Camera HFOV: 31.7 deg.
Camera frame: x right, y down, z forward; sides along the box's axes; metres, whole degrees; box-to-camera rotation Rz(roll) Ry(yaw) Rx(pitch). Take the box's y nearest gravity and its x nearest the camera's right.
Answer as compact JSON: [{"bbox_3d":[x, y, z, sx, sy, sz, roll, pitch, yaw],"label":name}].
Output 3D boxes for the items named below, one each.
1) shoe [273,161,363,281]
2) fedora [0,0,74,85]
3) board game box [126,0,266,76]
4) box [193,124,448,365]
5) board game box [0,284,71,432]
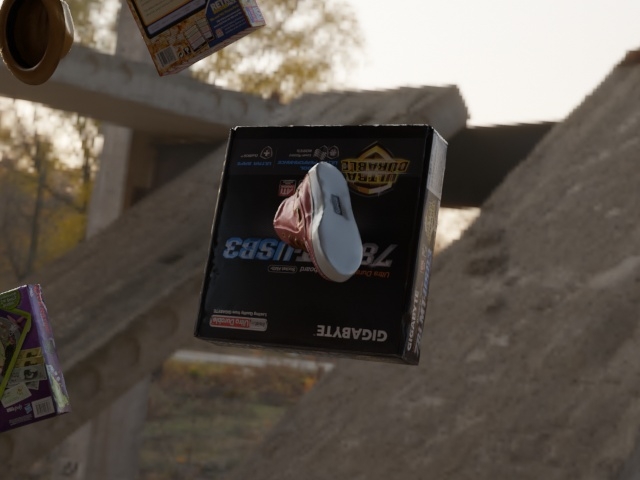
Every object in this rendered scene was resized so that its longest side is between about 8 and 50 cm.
[{"bbox_3d":[-0.005,-0.005,1.277,0.063,0.178,0.081,26,-54,-29],"label":"shoe"},{"bbox_3d":[-0.500,-0.376,2.026,0.194,0.194,0.079,4,12,35],"label":"fedora"},{"bbox_3d":[-0.170,-0.317,1.364,0.147,0.193,0.045,-22,4,28],"label":"board game box"},{"bbox_3d":[0.000,0.000,1.441,0.296,0.293,0.073,3,-15,26],"label":"box"},{"bbox_3d":[-0.569,0.215,1.764,0.347,0.208,0.056,-17,-4,17],"label":"board game box"}]
